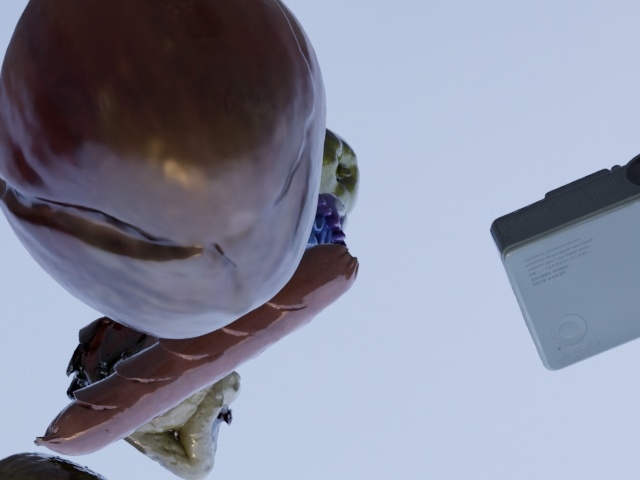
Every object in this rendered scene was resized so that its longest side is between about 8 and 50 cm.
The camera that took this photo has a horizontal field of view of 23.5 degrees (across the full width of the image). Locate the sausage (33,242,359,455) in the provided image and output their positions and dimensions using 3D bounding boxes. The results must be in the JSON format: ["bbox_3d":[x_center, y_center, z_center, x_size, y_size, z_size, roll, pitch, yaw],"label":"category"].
[{"bbox_3d":[-0.142,0.133,1.812,0.433,0.088,0.088,-31,-149,-4],"label":"sausage"}]

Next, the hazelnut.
[{"bbox_3d":[-0.140,-0.093,1.421,0.315,0.372,0.372,-17,-151,-19],"label":"hazelnut"}]

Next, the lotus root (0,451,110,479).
[{"bbox_3d":[-0.363,0.343,2.014,0.145,0.128,0.260,3,169,37],"label":"lotus root"}]

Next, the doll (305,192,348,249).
[{"bbox_3d":[0.000,0.000,2.150,0.067,0.110,0.206,-4,-141,17],"label":"doll"}]

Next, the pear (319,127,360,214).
[{"bbox_3d":[-0.083,-0.098,2.563,0.321,0.269,0.269,-8,-156,37],"label":"pear"}]

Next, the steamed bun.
[{"bbox_3d":[-0.186,0.227,2.134,0.155,0.172,0.141,-51,-169,6],"label":"steamed bun"}]

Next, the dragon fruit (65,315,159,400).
[{"bbox_3d":[-0.287,0.183,2.299,0.182,0.182,0.188,-13,-173,-5],"label":"dragon fruit"}]

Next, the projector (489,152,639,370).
[{"bbox_3d":[0.342,0.014,1.781,0.256,0.192,0.099,-23,-149,5],"label":"projector"}]
